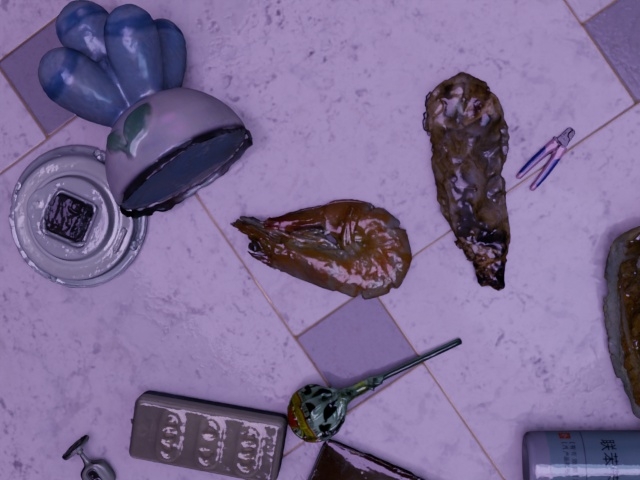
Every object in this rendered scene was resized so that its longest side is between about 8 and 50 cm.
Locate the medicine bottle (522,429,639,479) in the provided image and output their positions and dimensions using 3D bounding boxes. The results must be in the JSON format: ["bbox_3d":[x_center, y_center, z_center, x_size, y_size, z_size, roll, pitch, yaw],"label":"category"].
[{"bbox_3d":[0.490,0.345,1.409,0.351,0.110,0.110,-1,94,6],"label":"medicine bottle"}]

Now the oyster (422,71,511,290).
[{"bbox_3d":[0.242,-0.090,1.428,0.128,0.078,0.345,-10,90,-2],"label":"oyster"}]

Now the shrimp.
[{"bbox_3d":[0.000,0.000,1.463,0.294,0.062,0.154,13,83,2],"label":"shrimp"}]

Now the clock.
[{"bbox_3d":[-0.399,-0.038,1.498,0.236,0.053,0.237,0,95,5],"label":"clock"}]

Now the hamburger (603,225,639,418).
[{"bbox_3d":[0.574,0.125,1.345,0.276,0.195,0.318,-5,96,3],"label":"hamburger"}]

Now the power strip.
[{"bbox_3d":[-0.186,0.316,1.493,0.256,0.070,0.105,9,94,6],"label":"power strip"}]

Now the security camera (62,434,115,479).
[{"bbox_3d":[-0.379,0.374,1.528,0.058,0.058,0.092,-38,98,7],"label":"security camera"}]

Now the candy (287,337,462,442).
[{"bbox_3d":[0.089,0.230,1.467,0.305,0.083,0.091,-24,90,-1],"label":"candy"}]

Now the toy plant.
[{"bbox_3d":[-0.287,-0.227,1.404,0.247,0.247,0.332,-34,83,7],"label":"toy plant"}]

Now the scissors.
[{"bbox_3d":[0.354,-0.130,1.438,0.039,0.012,0.113,40,96,1],"label":"scissors"}]

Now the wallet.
[{"bbox_3d":[0.094,0.412,1.493,0.232,0.031,0.122,24,100,6],"label":"wallet"}]
